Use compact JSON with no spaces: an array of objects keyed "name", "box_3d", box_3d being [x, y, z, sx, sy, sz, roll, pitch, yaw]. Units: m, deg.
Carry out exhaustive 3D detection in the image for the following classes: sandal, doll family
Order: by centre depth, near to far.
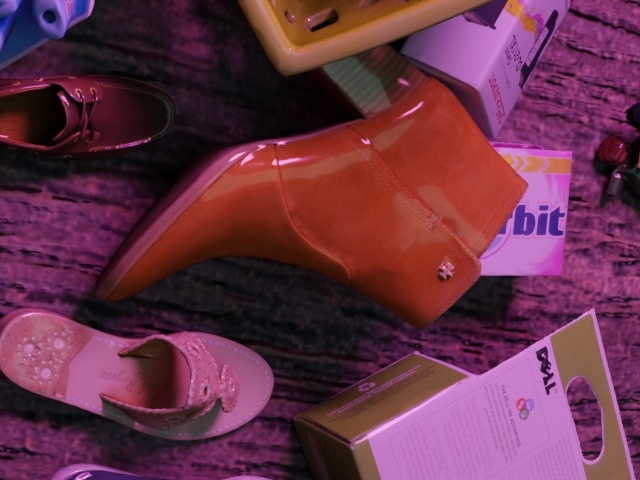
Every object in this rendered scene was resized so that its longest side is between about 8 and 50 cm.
[{"name":"sandal","box_3d":[-0.125,0.108,1.103,0.240,0.079,0.088,17,91,-31]},{"name":"doll family","box_3d":[0.321,-0.119,1.320,0.111,0.076,0.193,35,76,-25]}]

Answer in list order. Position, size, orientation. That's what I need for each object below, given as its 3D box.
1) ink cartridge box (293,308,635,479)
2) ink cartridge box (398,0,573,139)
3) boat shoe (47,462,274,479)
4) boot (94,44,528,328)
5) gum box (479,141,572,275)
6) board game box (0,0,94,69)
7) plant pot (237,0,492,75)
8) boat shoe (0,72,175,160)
[{"name":"ink cartridge box","box_3d":[0.130,0.183,1.252,0.255,0.097,0.189,-26,111,-25]},{"name":"ink cartridge box","box_3d":[0.142,-0.183,1.168,0.175,0.072,0.127,-61,162,-6]},{"name":"boat shoe","box_3d":[-0.090,0.224,1.144,0.254,0.079,0.095,20,89,-31]},{"name":"boot","box_3d":[0.000,-0.001,1.098,0.295,0.104,0.211,-44,104,-1]},{"name":"gum box","box_3d":[0.122,-0.028,1.226,0.188,0.062,0.107,1,99,-29]},{"name":"board game box","box_3d":[-0.387,-0.182,0.791,0.390,0.050,0.390,-27,117,17]},{"name":"plant pot","box_3d":[0.033,-0.278,1.021,0.227,0.207,0.228,-20,113,12]},{"name":"boat shoe","box_3d":[-0.182,-0.086,1.045,0.178,0.060,0.064,-2,100,-29]}]
